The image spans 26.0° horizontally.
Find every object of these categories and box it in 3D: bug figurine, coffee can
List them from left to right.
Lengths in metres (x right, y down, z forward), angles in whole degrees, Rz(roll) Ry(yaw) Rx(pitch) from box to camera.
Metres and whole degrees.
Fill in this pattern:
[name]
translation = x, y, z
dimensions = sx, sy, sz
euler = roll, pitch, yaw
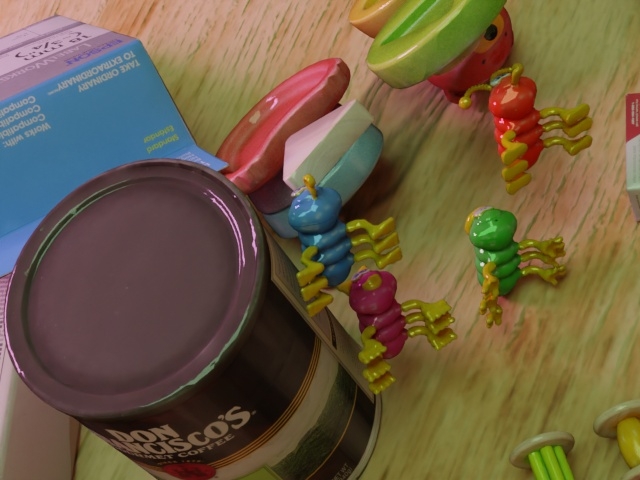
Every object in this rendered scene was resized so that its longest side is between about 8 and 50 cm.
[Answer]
[coffee can]
translation = -0.087, 0.091, 1.076
dimensions = 0.201, 0.275, 0.202
euler = -10, 59, 17
[bug figurine]
translation = 0.087, -0.008, 1.079
dimensions = 0.279, 0.216, 0.072
euler = -30, 40, -22

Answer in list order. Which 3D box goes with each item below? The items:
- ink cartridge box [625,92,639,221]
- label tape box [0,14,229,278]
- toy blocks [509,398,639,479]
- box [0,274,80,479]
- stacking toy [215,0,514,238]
[ink cartridge box]
translation = 0.322, -0.075, 1.136
dimensions = 0.135, 0.056, 0.099
euler = -5, 60, 20
[label tape box]
translation = -0.265, -0.097, 1.238
dimensions = 0.240, 0.106, 0.333
euler = -28, 26, -21
[toy blocks]
translation = 0.219, 0.205, 1.023
dimensions = 0.123, 0.054, 0.148
euler = -23, 57, 8
[box]
translation = -0.299, 0.132, 1.232
dimensions = 0.148, 0.121, 0.311
euler = -6, 60, 19
[stacking toy]
translation = 0.066, -0.111, 1.170
dimensions = 0.309, 0.130, 0.279
euler = -46, 19, -2
